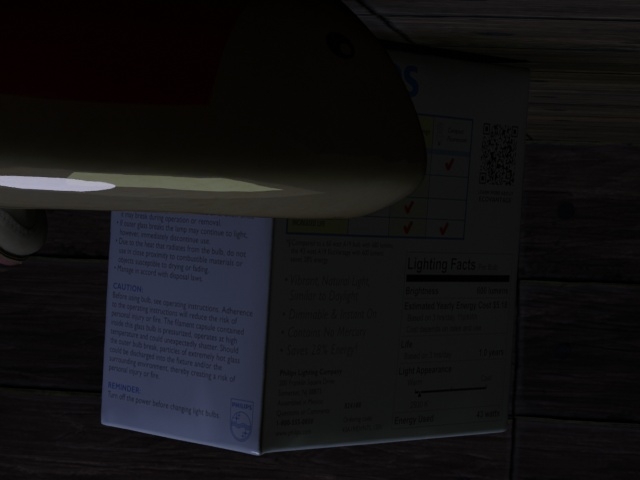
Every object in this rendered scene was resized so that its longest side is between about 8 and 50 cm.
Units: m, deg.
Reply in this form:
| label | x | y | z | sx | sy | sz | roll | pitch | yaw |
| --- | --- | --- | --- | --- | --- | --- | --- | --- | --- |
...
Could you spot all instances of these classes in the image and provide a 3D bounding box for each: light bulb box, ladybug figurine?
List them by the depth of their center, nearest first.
| label | x | y | z | sx | sy | sz | roll | pitch | yaw |
| --- | --- | --- | --- | --- | --- | --- | --- | --- | --- |
| ladybug figurine | -0.147 | -0.100 | 1.340 | 0.449 | 0.162 | 0.305 | 2 | -179 | 15 |
| light bulb box | 0.000 | 0.000 | 1.836 | 0.225 | 0.361 | 0.358 | 5 | -178 | 42 |

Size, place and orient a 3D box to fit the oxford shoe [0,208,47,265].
| label | x | y | z | sx | sy | sz | roll | pitch | yaw |
| --- | --- | --- | --- | --- | --- | --- | --- | --- | --- |
| oxford shoe | -0.298 | -0.082 | 1.913 | 0.130 | 0.123 | 0.348 | -13 | 153 | -2 |
